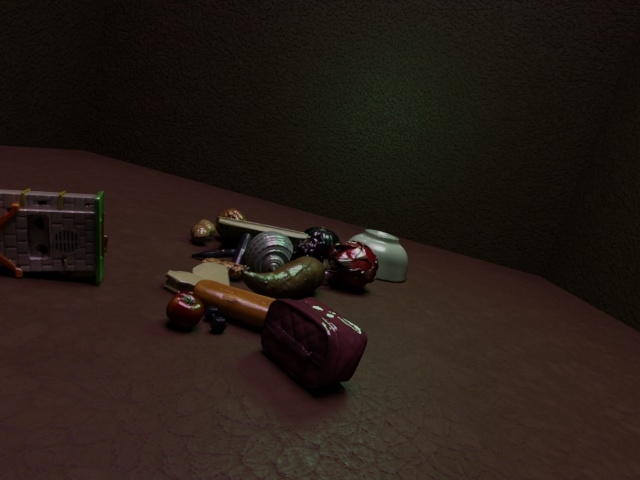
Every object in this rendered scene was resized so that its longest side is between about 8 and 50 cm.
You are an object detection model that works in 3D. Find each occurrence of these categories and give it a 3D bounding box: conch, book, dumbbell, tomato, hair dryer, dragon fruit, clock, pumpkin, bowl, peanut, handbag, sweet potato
[{"bbox_3d":[-0.198,0.044,1.402,0.200,0.172,0.131,38,11,36],"label":"conch"},{"bbox_3d":[-0.235,-0.004,1.658,0.352,0.035,0.239,11,-23,-6],"label":"book"},{"bbox_3d":[-0.256,0.191,0.975,0.036,0.040,0.083,-24,28,-21],"label":"dumbbell"},{"bbox_3d":[-0.315,0.165,0.936,0.087,0.075,0.087,28,16,-9],"label":"tomato"},{"bbox_3d":[-0.358,0.036,1.461,0.195,0.050,0.173,5,37,4],"label":"hair dryer"},{"bbox_3d":[0.118,0.095,1.574,0.193,0.192,0.274,-3,-2,33],"label":"dragon fruit"},{"bbox_3d":[-0.677,-0.015,0.988,0.255,0.219,0.106,2,15,-23],"label":"clock"},{"bbox_3d":[0.000,0.000,2.004,0.202,0.140,0.202,16,8,-2],"label":"pumpkin"},{"bbox_3d":[0.278,0.056,1.984,0.354,0.185,0.354,15,11,-3],"label":"bowl"},{"bbox_3d":[-0.487,-0.037,1.670,0.089,0.089,0.193,14,15,-7],"label":"peanut"},{"bbox_3d":[-0.022,0.217,0.884,0.135,0.146,0.225,8,15,-47],"label":"handbag"},{"bbox_3d":[-0.103,0.124,1.295,0.131,0.130,0.423,22,14,29],"label":"sweet potato"}]

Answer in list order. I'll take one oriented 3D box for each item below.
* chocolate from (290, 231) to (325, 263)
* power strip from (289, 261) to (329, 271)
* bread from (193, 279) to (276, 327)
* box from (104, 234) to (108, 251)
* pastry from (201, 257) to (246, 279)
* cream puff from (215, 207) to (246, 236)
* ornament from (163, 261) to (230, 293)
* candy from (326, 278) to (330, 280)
[{"bbox_3d":[-0.063,0.047,1.525,0.133,0.156,0.156,3,14,-15],"label":"chocolate"},{"bbox_3d":[-0.147,0.085,1.591,0.388,0.066,0.092,12,18,-29],"label":"power strip"},{"bbox_3d":[-0.215,0.168,1.048,0.239,0.073,0.092,16,22,9],"label":"bread"},{"bbox_3d":[-0.702,0.007,1.236,0.082,0.051,0.023,5,14,-44],"label":"box"},{"bbox_3d":[-0.321,0.093,1.335,0.140,0.056,0.080,11,3,12],"label":"pastry"},{"bbox_3d":[-0.397,-0.062,1.768,0.150,0.165,0.115,42,52,14],"label":"cream puff"},{"bbox_3d":[-0.332,0.124,1.170,0.180,0.059,0.201,21,15,23],"label":"ornament"},{"bbox_3d":[0.086,0.129,1.707,0.077,0.073,0.262,43,25,12],"label":"candy"}]
